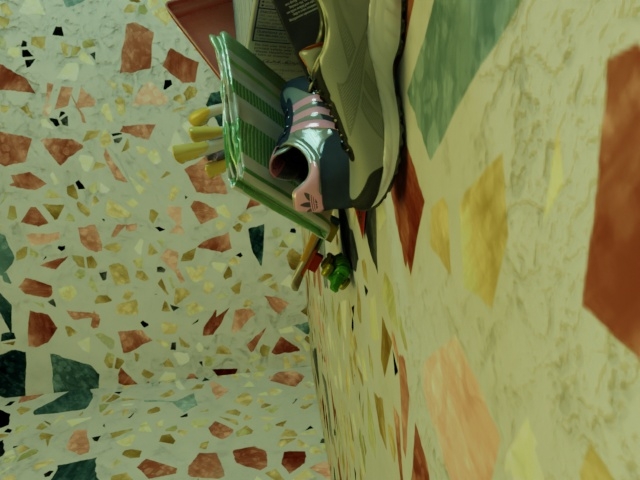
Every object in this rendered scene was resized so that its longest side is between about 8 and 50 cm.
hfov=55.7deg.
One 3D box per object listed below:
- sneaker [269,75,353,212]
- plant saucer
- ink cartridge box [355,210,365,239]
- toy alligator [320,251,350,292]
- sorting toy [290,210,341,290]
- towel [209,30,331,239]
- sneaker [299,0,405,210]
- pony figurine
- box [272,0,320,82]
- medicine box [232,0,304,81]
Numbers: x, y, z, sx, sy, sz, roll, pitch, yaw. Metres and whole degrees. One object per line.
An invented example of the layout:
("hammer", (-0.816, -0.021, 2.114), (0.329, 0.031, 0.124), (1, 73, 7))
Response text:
("sneaker", (-0.029, -0.154, 0.915), (0.319, 0.131, 0.112), (-122, 19, -48))
("plant saucer", (-0.157, -0.421, 1.281), (0.258, 0.259, 0.048), (52, 144, 5))
("ink cartridge box", (0.034, -0.145, 1.014), (0.189, 0.066, 0.232), (90, 177, -47))
("toy alligator", (0.037, 0.049, 1.242), (0.051, 0.056, 0.189), (-47, 14, 15))
("sorting toy", (0.000, 0.000, 1.270), (0.347, 0.047, 0.195), (-69, 3, -74))
("towel", (-0.079, -0.175, 1.004), (0.248, 0.038, 0.324), (29, -140, -47))
("sneaker", (0.033, -0.162, 0.667), (0.100, 0.108, 0.271), (-110, 14, -66))
("pony figurine", (-0.122, -0.250, 1.424), (0.351, 0.364, 0.302), (24, -127, -77))
("box", (-0.014, -0.331, 0.877), (0.156, 0.093, 0.158), (-104, -10, -63))
("medicine box", (-0.073, -0.458, 1.126), (0.289, 0.149, 0.263), (119, 147, -62))
